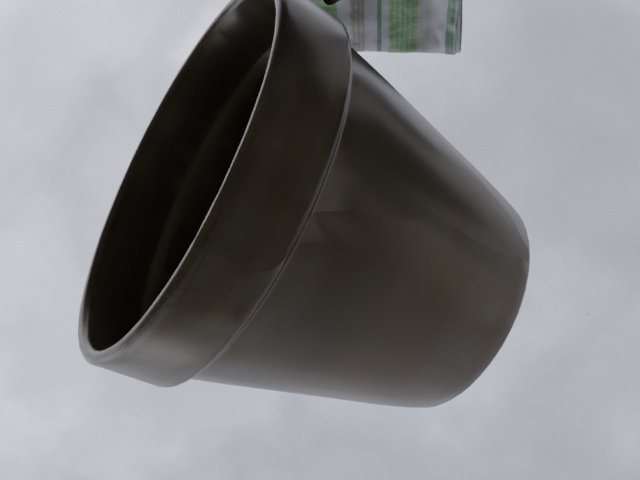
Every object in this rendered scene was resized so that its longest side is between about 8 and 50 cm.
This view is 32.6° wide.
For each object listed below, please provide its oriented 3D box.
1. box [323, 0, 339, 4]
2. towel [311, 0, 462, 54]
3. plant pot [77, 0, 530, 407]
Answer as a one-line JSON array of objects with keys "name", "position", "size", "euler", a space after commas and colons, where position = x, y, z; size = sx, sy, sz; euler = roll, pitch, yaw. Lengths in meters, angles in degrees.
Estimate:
[{"name": "box", "position": [0.020, -0.312, 0.674], "size": [0.165, 0.270, 0.143], "euler": [-28, -123, -6]}, {"name": "towel", "position": [0.059, -0.219, 1.038], "size": [0.151, 0.113, 0.023], "euler": [1, -131, 6]}, {"name": "plant pot", "position": [0.000, 0.000, 0.881], "size": [0.280, 0.323, 0.323], "euler": [27, -87, -22]}]
